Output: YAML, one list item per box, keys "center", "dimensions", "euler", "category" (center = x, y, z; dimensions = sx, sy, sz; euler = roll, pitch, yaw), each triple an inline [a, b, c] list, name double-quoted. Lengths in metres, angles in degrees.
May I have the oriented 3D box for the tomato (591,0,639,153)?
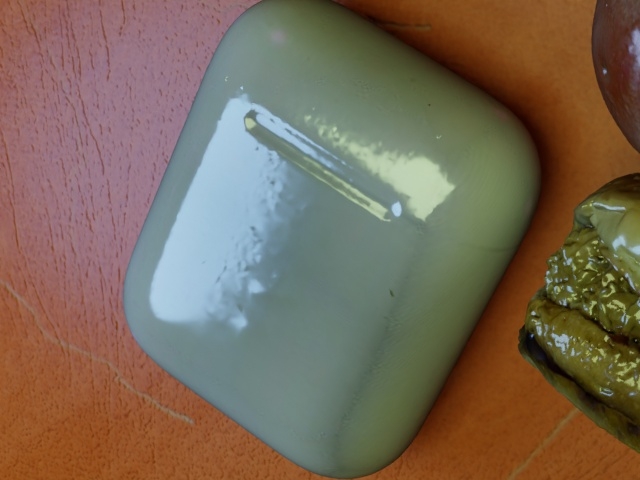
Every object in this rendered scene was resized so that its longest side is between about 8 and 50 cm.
- center: [0.287, -0.134, 1.139]
  dimensions: [0.208, 0.184, 0.208]
  euler: [1, 100, 6]
  category: "tomato"

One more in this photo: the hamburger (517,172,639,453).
- center: [0.263, 0.056, 1.174]
  dimensions: [0.244, 0.244, 0.163]
  euler: [29, 107, 21]
  category: "hamburger"

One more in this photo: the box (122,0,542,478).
- center: [0.001, 0.000, 1.356]
  dimensions: [0.288, 0.141, 0.349]
  euler: [34, 116, 19]
  category: "box"
